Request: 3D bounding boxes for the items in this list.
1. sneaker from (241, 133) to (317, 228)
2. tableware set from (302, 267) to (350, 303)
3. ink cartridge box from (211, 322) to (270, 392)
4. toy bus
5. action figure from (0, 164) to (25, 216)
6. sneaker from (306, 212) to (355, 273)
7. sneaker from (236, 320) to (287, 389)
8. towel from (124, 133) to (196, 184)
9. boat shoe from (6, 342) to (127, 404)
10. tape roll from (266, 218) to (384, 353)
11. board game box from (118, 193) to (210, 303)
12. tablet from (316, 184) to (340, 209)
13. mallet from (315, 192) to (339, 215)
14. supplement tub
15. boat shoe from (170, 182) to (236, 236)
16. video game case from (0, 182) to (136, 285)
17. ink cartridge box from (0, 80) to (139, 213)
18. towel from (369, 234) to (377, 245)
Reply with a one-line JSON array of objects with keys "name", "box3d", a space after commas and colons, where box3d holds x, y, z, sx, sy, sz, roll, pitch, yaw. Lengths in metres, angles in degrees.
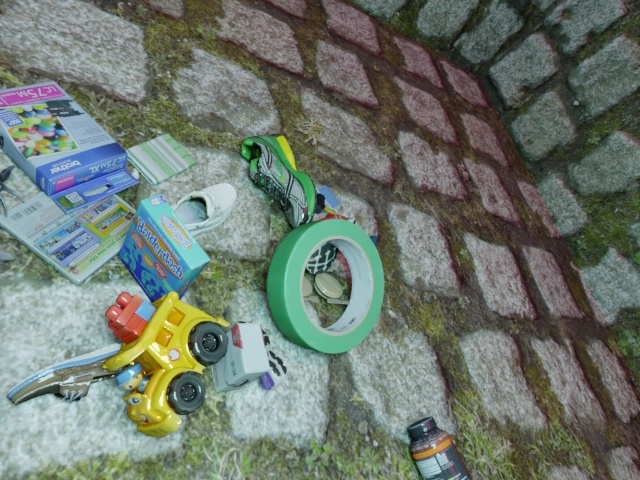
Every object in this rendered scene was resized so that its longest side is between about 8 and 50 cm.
[{"name": "sneaker", "box3d": [-0.126, -0.161, 1.217, 0.146, 0.134, 0.343, -11, 58, -35]}, {"name": "tableware set", "box3d": [-0.025, 0.123, 1.130, 0.194, 0.039, 0.128, 9, 40, -39]}, {"name": "ink cartridge box", "box3d": [-0.166, 0.238, 0.866, 0.056, 0.135, 0.099, 7, 56, -38]}, {"name": "toy bus", "box3d": [-0.298, 0.199, 0.754, 0.211, 0.149, 0.220, 43, 43, -25]}, {"name": "action figure", "box3d": [-0.676, -0.153, 0.759, 0.275, 0.141, 0.164, 29, 44, -12]}, {"name": "sneaker", "box3d": [0.000, 0.000, 1.207, 0.118, 0.107, 0.279, 23, 31, 15]}, {"name": "sneaker", "box3d": [-0.144, 0.249, 0.931, 0.068, 0.071, 0.170, 16, 32, -55]}, {"name": "towel", "box3d": [-0.408, -0.209, 1.097, 0.113, 0.023, 0.152, 47, 41, -2]}, {"name": "boat shoe", "box3d": [-0.416, 0.236, 0.724, 0.183, 0.066, 0.066, -19, 74, -44]}, {"name": "tape roll", "box3d": [0.022, 0.109, 1.047, 0.321, 0.077, 0.321, 4, 84, -40]}, {"name": "board game box", "box3d": [-0.316, 0.034, 0.846, 0.160, 0.210, 0.047, 51, 43, 6]}, {"name": "tablet", "box3d": [0.027, -0.140, 1.390, 0.083, 0.006, 0.054, 52, 43, 5]}, {"name": "mallet", "box3d": [0.049, -0.071, 1.338, 0.189, 0.039, 0.062, 38, 44, -15]}, {"name": "supplement tub", "box3d": [0.284, 0.530, 1.020, 0.106, 0.106, 0.198, -8, 64, -41]}, {"name": "boat shoe", "box3d": [-0.286, -0.076, 1.033, 0.098, 0.096, 0.277, 43, 43, -2]}, {"name": "video game case", "box3d": [-0.500, -0.036, 0.892, 0.193, 0.023, 0.212, 40, 42, -6]}, {"name": "ink cartridge box", "box3d": [-0.565, -0.212, 0.925, 0.311, 0.065, 0.186, 45, 43, 5]}, {"name": "towel", "box3d": [0.137, 0.037, 1.299, 0.029, 0.067, 0.119, 37, 44, -13]}]
